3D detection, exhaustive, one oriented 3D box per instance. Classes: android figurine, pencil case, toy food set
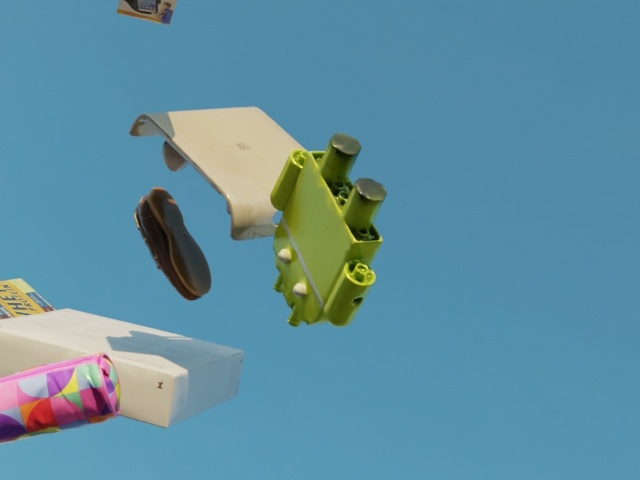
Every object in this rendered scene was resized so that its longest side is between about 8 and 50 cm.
[{"bbox_3d":[0.000,0.000,1.284,0.056,0.248,0.273,-2,-41,-30],"label":"android figurine"},{"bbox_3d":[-0.392,0.219,1.327,0.236,0.104,0.104,-12,-65,-4],"label":"pencil case"},{"bbox_3d":[-0.131,-0.108,1.526,0.306,0.219,0.092,44,-52,34],"label":"toy food set"}]

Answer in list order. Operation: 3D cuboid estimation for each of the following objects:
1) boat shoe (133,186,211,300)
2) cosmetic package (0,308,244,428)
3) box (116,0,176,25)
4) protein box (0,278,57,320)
[{"bbox_3d":[-0.248,0.014,1.619,0.073,0.073,0.207,-40,-115,32],"label":"boat shoe"},{"bbox_3d":[-0.358,0.208,1.671,0.377,0.284,0.097,11,-87,18],"label":"cosmetic package"},{"bbox_3d":[-0.245,-0.366,1.411,0.081,0.028,0.136,11,-23,-14],"label":"box"},{"bbox_3d":[-0.625,0.195,1.848,0.136,0.201,0.200,39,-80,9],"label":"protein box"}]
